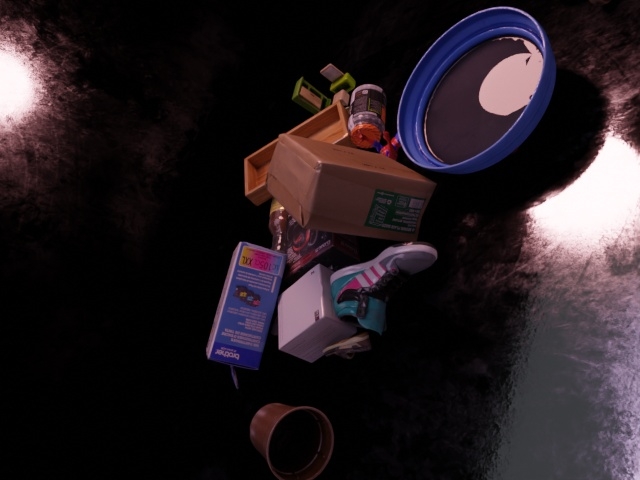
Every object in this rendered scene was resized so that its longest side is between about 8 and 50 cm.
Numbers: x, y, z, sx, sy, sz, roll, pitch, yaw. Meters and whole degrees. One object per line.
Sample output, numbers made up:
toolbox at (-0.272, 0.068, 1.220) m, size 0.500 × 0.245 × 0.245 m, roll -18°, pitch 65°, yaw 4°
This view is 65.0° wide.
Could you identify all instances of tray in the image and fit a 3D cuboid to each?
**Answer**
tray at (-0.078, -0.297, 1.731) m, size 0.411 × 0.076 × 0.202 m, roll -28°, pitch 45°, yaw 20°

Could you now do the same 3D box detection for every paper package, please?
paper package at (0.066, -0.134, 1.270) m, size 0.309 × 0.325 × 0.168 m, roll 48°, pitch 126°, yaw 57°

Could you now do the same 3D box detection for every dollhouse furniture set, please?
dollhouse furniture set at (-0.002, -0.482, 1.854) m, size 0.198 × 0.151 × 0.301 m, roll -21°, pitch 48°, yaw 46°

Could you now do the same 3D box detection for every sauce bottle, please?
sauce bottle at (-0.121, -0.084, 1.738) m, size 0.111 × 0.112 × 0.344 m, roll -30°, pitch 43°, yaw 40°

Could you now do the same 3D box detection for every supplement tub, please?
supplement tub at (0.149, -0.393, 1.595) m, size 0.117 × 0.117 × 0.190 m, roll -28°, pitch 43°, yaw 42°

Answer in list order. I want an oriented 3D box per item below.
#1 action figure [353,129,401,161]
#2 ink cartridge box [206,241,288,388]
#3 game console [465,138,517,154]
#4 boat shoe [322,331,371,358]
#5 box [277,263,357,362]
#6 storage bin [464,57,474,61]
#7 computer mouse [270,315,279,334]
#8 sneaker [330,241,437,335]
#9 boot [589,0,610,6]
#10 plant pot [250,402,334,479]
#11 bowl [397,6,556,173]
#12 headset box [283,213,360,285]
action figure at (0.213, -0.319, 1.430) m, size 0.280 × 0.139 × 0.091 m, roll -51°, pitch 31°, yaw 19°
ink cartridge box at (-0.232, 0.222, 1.482) m, size 0.270 × 0.151 × 0.394 m, roll 151°, pitch 135°, yaw -75°
game console at (0.414, -0.270, 1.129) m, size 0.143 × 0.085 × 0.124 m, roll -59°, pitch 5°, yaw 2°
boat shoe at (0.063, 0.267, 1.229) m, size 0.152 × 0.056 × 0.049 m, roll -34°, pitch 72°, yaw 44°
box at (-0.014, 0.194, 1.338) m, size 0.182 × 0.119 × 0.180 m, roll -40°, pitch 36°, yaw 29°
storage bin at (0.417, -0.444, 1.282) m, size 0.091 × 0.098 × 0.135 m, roll -54°, pitch 30°, yaw -10°
computer mouse at (-0.129, 0.253, 1.530) m, size 0.193 × 0.042 × 0.105 m, roll -12°, pitch 54°, yaw 52°
sneaker at (0.143, 0.125, 1.168) m, size 0.296 × 0.124 × 0.178 m, roll -27°, pitch 49°, yaw 35°
boot at (0.601, -0.587, 1.171) m, size 0.106 × 0.082 × 0.219 m, roll 124°, pitch 153°, yaw -54°
plant pot at (-0.080, 0.461, 1.186) m, size 0.165 × 0.167 × 0.166 m, roll -10°, pitch 57°, yaw 61°
bowl at (0.347, -0.334, 1.157) m, size 0.391 × 0.077 × 0.390 m, roll -27°, pitch 53°, yaw 43°
headset box at (0.000, 0.000, 1.487) m, size 0.218 × 0.110 × 0.293 m, roll -37°, pitch 38°, yaw 34°
